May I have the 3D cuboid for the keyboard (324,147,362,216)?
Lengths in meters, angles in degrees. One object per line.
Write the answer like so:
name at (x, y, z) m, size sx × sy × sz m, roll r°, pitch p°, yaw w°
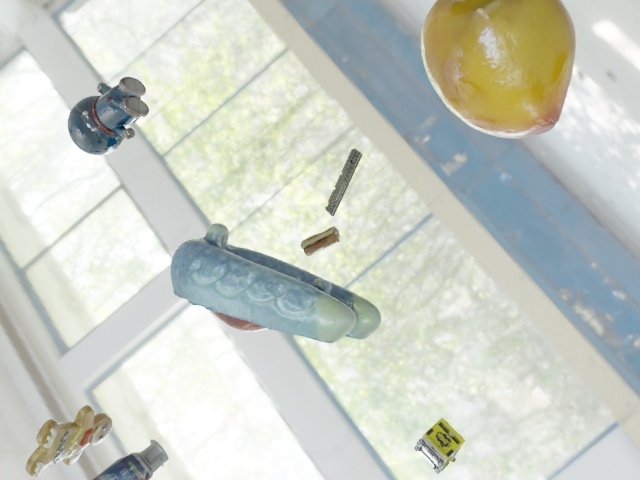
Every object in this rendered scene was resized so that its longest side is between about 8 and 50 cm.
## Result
keyboard at (0.042, -0.108, 1.633) m, size 0.015 × 0.129 × 0.049 m, roll 23°, pitch -170°, yaw -14°

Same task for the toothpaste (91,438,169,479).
toothpaste at (-0.415, 0.498, 1.736) m, size 0.096 × 0.266 × 0.061 m, roll 56°, pitch 151°, yaw -8°

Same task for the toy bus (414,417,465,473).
toy bus at (0.249, 0.435, 1.871) m, size 0.081 × 0.074 × 0.226 m, roll 43°, pitch 168°, yaw 19°

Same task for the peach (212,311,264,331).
peach at (-0.171, 0.151, 2.203) m, size 0.267 × 0.159 × 0.154 m, roll 15°, pitch 145°, yaw 22°

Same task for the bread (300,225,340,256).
bread at (0.000, 0.000, 1.814) m, size 0.036 × 0.083 × 0.047 m, roll 58°, pitch -161°, yaw -22°

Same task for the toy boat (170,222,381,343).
toy boat at (-0.072, 0.059, 1.336) m, size 0.329 × 0.123 × 0.215 m, roll 16°, pitch -176°, yaw 24°

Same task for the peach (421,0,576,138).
peach at (0.339, -0.349, 1.691) m, size 0.289 × 0.289 × 0.308 m, roll -121°, pitch 12°, yaw -68°

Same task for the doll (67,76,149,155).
doll at (-0.309, -0.176, 1.279) m, size 0.085 × 0.152 × 0.114 m, roll 11°, pitch -121°, yaw -46°

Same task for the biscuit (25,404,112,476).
biscuit at (-0.563, 0.455, 2.029) m, size 0.035 × 0.158 × 0.240 m, roll 31°, pitch -161°, yaw 25°
